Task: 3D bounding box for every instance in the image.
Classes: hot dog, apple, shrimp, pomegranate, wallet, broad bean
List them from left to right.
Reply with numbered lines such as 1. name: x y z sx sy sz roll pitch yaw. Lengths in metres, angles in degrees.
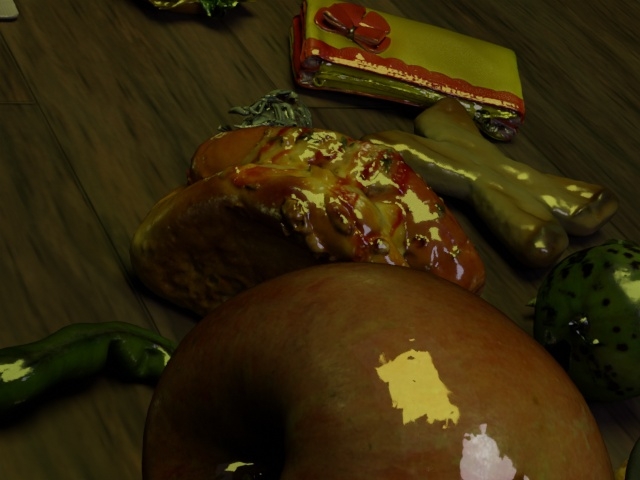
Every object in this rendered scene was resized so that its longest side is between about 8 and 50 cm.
1. broad bean: -0.166 0.081 0.857 0.195 0.046 0.061 -5 36 -35
2. shrimp: -0.053 -0.097 1.179 0.065 0.056 0.165 44 28 12
3. hot dog: 0.000 0.000 0.961 0.257 0.153 0.150 25 32 11
4. apple: 0.033 0.132 0.714 0.254 0.253 0.253 13 32 -8
5. wallet: 0.090 -0.181 1.370 0.241 0.067 0.141 13 34 -9
6. pomegranate: 0.232 0.067 1.022 0.161 0.122 0.122 22 22 -43

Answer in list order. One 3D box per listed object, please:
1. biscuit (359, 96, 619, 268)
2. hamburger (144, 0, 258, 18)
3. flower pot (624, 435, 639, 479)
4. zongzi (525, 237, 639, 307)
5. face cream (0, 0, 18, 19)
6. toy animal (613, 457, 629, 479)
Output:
1. biscuit: 0.151 -0.053 1.221 0.208 0.047 0.164 33 34 23
2. hamburger: -0.144 -0.304 1.415 0.190 0.093 0.164 36 35 24
3. flower pot: 0.244 0.222 0.740 0.235 0.148 0.235 16 35 -12
4. zongzi: 0.222 0.032 1.132 0.113 0.052 0.104 2 25 -2
5. face cream: -0.407 -0.307 1.309 0.154 0.096 0.273 -4 51 -36
6. toy animal: 0.228 0.183 0.888 0.081 0.060 0.083 -20 46 -11
